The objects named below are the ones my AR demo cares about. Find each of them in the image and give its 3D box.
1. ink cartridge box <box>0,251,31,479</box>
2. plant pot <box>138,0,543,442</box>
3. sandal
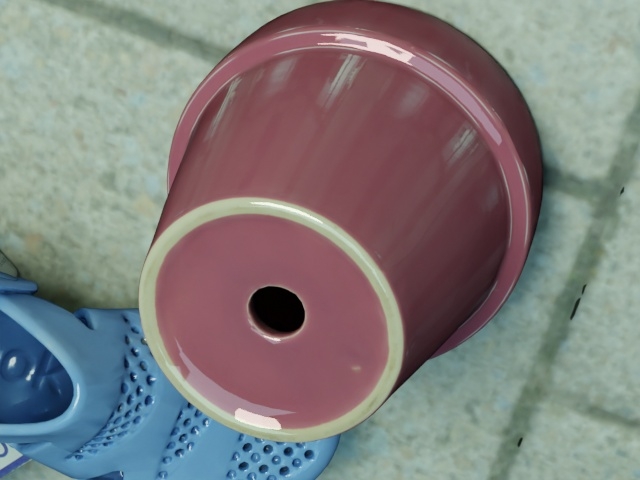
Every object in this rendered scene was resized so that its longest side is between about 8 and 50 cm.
[{"bbox_3d":[-0.356,0.053,0.988,0.324,0.071,0.330,-33,104,26],"label":"ink cartridge box"},{"bbox_3d":[0.000,0.000,0.785,0.201,0.180,0.201,8,118,15],"label":"plant pot"},{"bbox_3d":[-0.137,0.082,0.852,0.317,0.138,0.126,13,92,-13],"label":"sandal"}]
